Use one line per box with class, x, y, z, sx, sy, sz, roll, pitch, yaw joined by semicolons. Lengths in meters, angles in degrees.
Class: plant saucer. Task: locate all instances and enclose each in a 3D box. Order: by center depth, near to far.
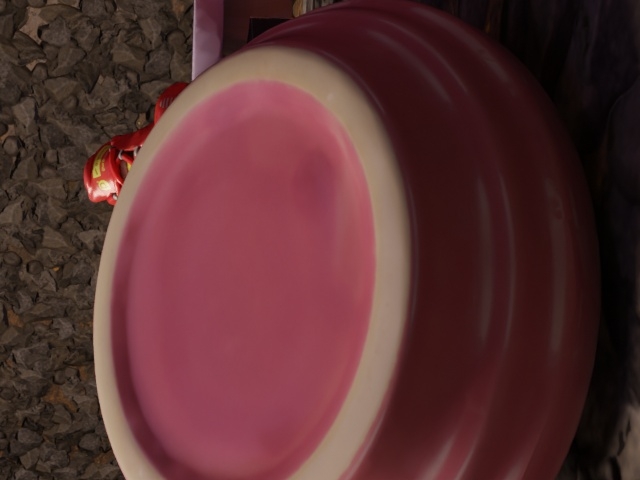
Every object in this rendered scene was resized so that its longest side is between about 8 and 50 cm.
plant saucer;-0.020;0.029;0.498;0.332;0.084;0.332;-14;70;45

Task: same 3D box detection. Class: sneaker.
sneaker;-0.129;-0.051;0.757;0.279;0.118;0.107;131;139;-76

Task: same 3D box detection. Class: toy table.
toy table;-0.049;-0.229;0.959;0.252;0.160;0.274;110;159;-65

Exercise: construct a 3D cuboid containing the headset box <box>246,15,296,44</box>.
headset box;0.000;0.000;0.737;0.283;0.131;0.246;108;161;-61
